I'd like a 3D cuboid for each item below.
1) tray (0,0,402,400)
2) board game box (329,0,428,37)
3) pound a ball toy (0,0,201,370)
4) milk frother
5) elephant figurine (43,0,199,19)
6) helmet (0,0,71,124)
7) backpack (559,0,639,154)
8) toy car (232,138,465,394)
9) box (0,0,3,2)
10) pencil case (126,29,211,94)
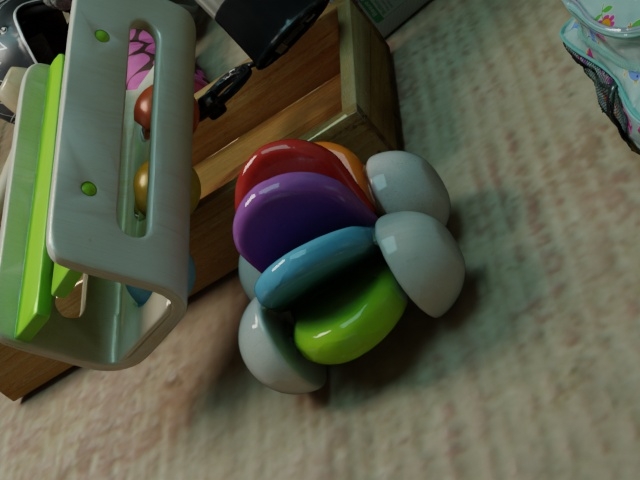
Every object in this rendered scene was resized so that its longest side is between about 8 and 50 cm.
[{"bbox_3d":[-0.121,-0.035,1.139,0.411,0.076,0.202,-30,31,19],"label":"tray"},{"bbox_3d":[0.088,-0.356,1.160,0.303,0.224,0.097,-39,32,4],"label":"board game box"},{"bbox_3d":[-0.175,-0.049,1.035,0.208,0.136,0.319,-46,36,43],"label":"pound a ball toy"},{"bbox_3d":[-0.091,-0.193,1.099,0.143,0.135,0.129,-44,-2,-10],"label":"milk frother"},{"bbox_3d":[-0.224,-0.287,1.484,0.169,0.186,0.239,127,151,-51],"label":"elephant figurine"},{"bbox_3d":[-0.338,-0.212,1.546,0.161,0.169,0.169,-39,25,-29],"label":"helmet"},{"bbox_3d":[0.236,-0.117,0.752,0.166,0.144,0.188,-34,39,10],"label":"backpack"},{"bbox_3d":[0.000,0.000,0.880,0.159,0.136,0.182,-31,31,18],"label":"toy car"},{"bbox_3d":[-0.498,-0.381,2.059,0.324,0.067,0.063,-51,30,-18],"label":"box"},{"bbox_3d":[-0.163,-0.166,1.353,0.209,0.098,0.095,-120,39,-59],"label":"pencil case"}]
